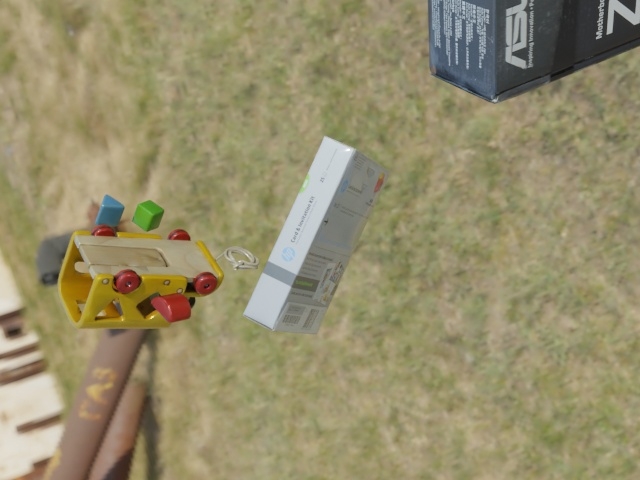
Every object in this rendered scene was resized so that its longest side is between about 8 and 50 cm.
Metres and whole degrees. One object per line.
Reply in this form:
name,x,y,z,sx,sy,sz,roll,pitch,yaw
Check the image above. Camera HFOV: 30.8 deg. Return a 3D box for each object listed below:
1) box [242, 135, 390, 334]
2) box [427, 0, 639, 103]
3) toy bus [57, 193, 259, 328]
box,0.000,0.000,1.136,0.038,0.145,0.186,26,93,17
box,0.224,-0.342,0.907,0.097,0.318,0.395,36,139,47
toy bus,-0.202,0.052,1.347,0.202,0.191,0.104,27,118,5
